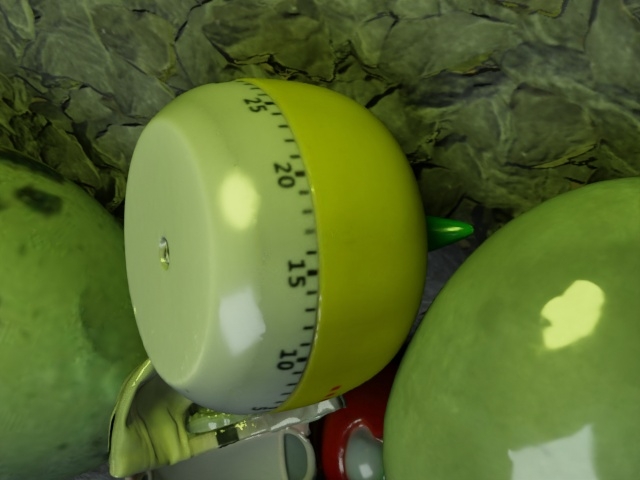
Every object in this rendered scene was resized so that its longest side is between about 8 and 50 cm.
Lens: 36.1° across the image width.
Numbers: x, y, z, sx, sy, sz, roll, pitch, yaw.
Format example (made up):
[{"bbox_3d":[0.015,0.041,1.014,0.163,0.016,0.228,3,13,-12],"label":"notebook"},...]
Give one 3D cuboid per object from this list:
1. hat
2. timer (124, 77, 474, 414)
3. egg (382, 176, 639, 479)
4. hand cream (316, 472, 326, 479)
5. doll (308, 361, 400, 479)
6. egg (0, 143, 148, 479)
[{"bbox_3d":[-0.103,0.176,0.953,0.220,0.164,0.226,-11,161,-17],"label":"hat"},{"bbox_3d":[0.000,0.000,0.793,0.285,0.285,0.285,18,140,15],"label":"timer"},{"bbox_3d":[0.192,0.112,0.725,0.258,0.258,0.352,35,108,-6],"label":"egg"},{"bbox_3d":[-0.004,0.281,1.077,0.085,0.331,0.058,26,99,1],"label":"hand cream"},{"bbox_3d":[0.091,0.208,0.997,0.363,0.160,0.182,6,143,31],"label":"doll"},{"bbox_3d":[-0.350,0.076,0.987,0.428,0.345,0.345,22,144,-17],"label":"egg"}]
